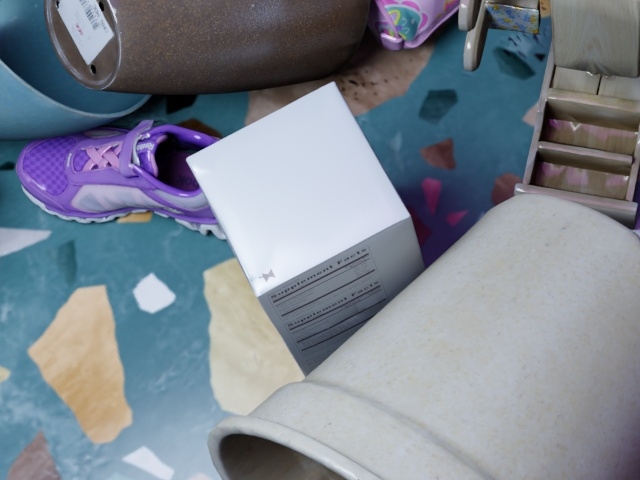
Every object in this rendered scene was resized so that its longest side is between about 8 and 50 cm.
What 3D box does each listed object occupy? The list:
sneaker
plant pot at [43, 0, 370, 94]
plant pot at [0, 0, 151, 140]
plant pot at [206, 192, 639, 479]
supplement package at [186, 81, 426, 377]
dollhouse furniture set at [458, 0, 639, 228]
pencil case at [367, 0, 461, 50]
[{"bbox_3d":[-0.166,-0.067,1.489,0.236,0.104,0.095,7,73,12],"label":"sneaker"},{"bbox_3d":[-0.113,-0.212,1.423,0.230,0.215,0.215,-24,63,-38],"label":"plant pot"},{"bbox_3d":[-0.308,-0.207,1.493,0.195,0.290,0.290,-24,65,31],"label":"plant pot"},{"bbox_3d":[0.139,0.144,1.274,0.334,0.334,0.305,34,67,18],"label":"plant pot"},{"bbox_3d":[0.000,0.000,1.362,0.134,0.244,0.139,-28,69,-2],"label":"supplement package"},{"bbox_3d":[0.226,-0.132,1.376,0.212,0.242,0.161,10,72,13],"label":"dollhouse furniture set"},{"bbox_3d":[0.153,-0.287,1.511,0.284,0.124,0.124,-32,69,-5],"label":"pencil case"}]
